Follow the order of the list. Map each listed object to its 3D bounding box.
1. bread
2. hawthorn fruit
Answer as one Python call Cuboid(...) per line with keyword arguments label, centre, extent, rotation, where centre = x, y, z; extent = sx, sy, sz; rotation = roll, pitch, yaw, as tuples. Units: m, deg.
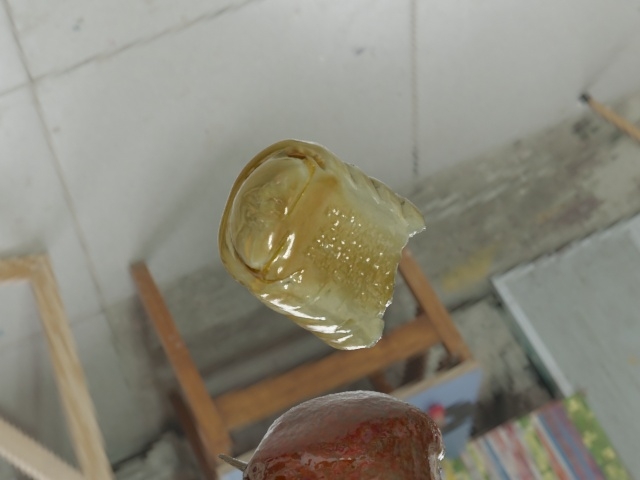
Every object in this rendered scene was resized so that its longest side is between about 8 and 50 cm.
Cuboid(label="bread", centre=(0.000, 0.000, 1.088), extent=(0.177, 0.084, 0.119), rotation=(35, 82, -45))
Cuboid(label="hawthorn fruit", centre=(0.011, 0.269, 1.764), extent=(0.262, 0.210, 0.210), rotation=(-1, 146, 4))
